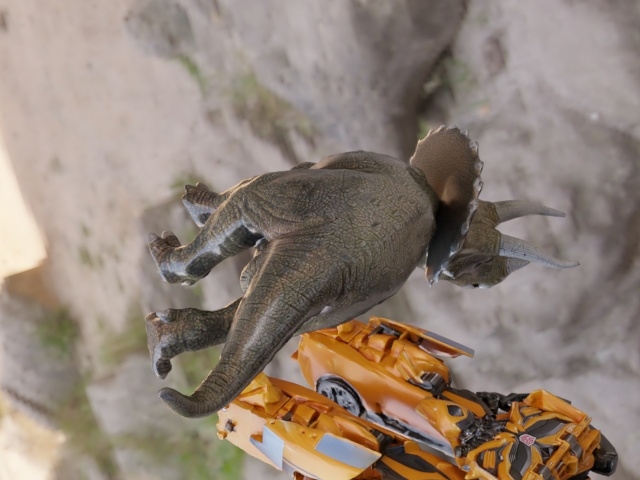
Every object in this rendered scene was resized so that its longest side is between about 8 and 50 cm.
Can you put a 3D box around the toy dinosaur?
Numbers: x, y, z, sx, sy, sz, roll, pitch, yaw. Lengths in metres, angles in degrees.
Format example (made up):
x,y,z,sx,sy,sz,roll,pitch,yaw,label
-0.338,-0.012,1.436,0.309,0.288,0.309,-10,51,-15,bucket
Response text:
x,y,z,sx,sy,sz,roll,pitch,yaw,label
0.000,0.000,0.856,0.160,0.313,0.121,-24,85,24,toy dinosaur

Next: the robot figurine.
x,y,z,sx,sy,sz,roll,pitch,yaw,label
0.077,0.146,1.288,0.291,0.211,0.085,21,131,26,robot figurine
